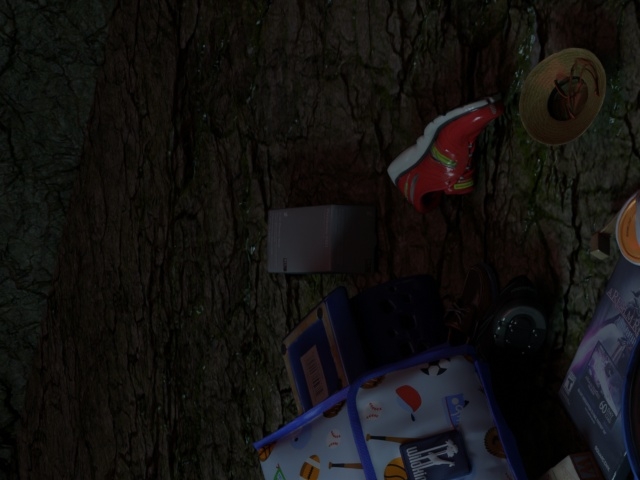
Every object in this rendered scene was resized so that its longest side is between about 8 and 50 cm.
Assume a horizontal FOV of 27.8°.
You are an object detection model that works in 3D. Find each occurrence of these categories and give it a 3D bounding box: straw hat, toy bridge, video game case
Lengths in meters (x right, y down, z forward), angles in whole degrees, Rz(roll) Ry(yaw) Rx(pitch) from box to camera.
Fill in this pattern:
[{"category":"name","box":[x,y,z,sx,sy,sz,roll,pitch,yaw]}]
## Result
[{"category":"straw hat","box":[0.357,-0.197,1.823,0.144,0.061,0.144,-9,76,42]},{"category":"toy bridge","box":[0.431,-0.035,1.716,0.188,0.026,0.063,-31,40,46]},{"category":"video game case","box":[0.409,0.160,1.733,0.196,0.026,0.274,-112,34,-56]}]

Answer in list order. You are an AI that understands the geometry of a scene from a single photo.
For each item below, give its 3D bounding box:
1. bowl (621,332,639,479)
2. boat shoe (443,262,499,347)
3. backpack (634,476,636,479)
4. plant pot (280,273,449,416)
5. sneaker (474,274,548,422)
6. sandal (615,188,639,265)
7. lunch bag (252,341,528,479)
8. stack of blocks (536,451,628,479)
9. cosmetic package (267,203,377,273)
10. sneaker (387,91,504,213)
[{"category":"bowl","box":[0.512,0.185,1.430,0.391,0.077,0.391,-14,67,38]},{"category":"boat shoe","box":[0.232,0.125,2.024,0.066,0.066,0.183,17,105,57]},{"category":"backpack","box":[0.446,0.334,1.635,0.098,0.101,0.120,11,115,52]},{"category":"plant pot","box":[0.074,0.208,2.145,0.236,0.212,0.236,-45,53,48]},{"category":"sneaker","box":[0.279,0.171,1.950,0.106,0.101,0.267,-87,12,-54]},{"category":"sandal","box":[0.460,-0.038,1.590,0.265,0.076,0.102,-28,87,45]},{"category":"lunch bag","box":[0.119,0.368,1.887,0.385,0.239,0.327,-32,61,30]},{"category":"stack of blocks","box":[0.381,0.457,1.765,0.171,0.087,0.297,-52,48,46]},{"category":"cosmetic package","box":[0.000,0.000,2.368,0.238,0.107,0.127,-7,82,61]},{"category":"sneaker","box":[0.218,-0.135,2.042,0.118,0.107,0.279,59,144,12]}]
